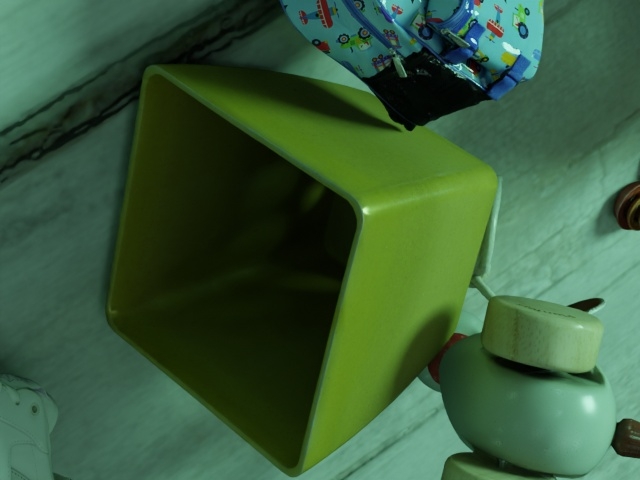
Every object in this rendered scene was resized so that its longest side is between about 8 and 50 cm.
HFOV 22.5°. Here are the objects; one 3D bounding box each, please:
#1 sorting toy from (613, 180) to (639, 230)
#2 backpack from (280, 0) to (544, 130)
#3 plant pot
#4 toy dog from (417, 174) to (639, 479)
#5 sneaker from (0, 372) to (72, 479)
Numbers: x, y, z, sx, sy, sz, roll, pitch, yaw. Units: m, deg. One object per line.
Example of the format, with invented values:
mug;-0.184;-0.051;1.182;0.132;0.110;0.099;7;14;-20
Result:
sorting toy;0.304;-0.045;1.412;0.061;0.042;0.102;24;105;-44
backpack;0.054;-0.179;1.052;0.173;0.117;0.158;32;57;-39
plant pot;0.000;0.000;1.121;0.187;0.212;0.212;-17;131;-42
toy dog;0.167;0.111;1.212;0.161;0.334;0.220;16;115;-7
sneaker;-0.269;0.119;1.097;0.152;0.114;0.305;-52;138;-31
